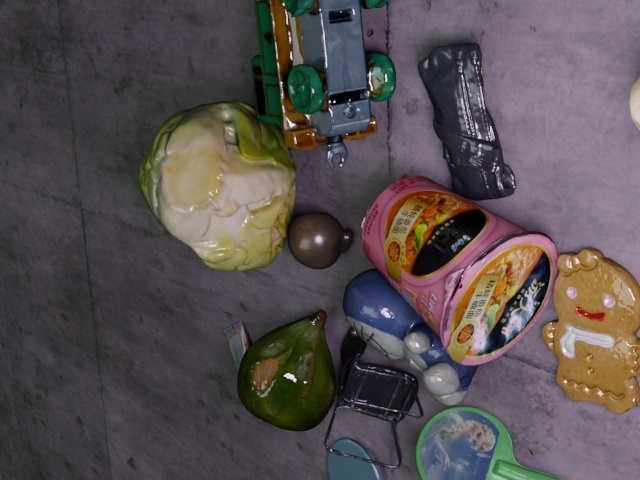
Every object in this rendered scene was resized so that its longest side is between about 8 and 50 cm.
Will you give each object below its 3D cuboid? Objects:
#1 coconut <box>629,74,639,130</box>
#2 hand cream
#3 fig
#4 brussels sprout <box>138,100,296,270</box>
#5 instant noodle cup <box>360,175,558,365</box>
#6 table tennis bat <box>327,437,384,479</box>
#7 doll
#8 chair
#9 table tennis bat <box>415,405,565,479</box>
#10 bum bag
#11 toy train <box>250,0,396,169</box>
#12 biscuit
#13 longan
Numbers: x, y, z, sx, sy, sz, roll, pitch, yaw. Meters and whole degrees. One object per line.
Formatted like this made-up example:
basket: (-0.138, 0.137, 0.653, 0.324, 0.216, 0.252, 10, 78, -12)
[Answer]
coconut: (0.472, -0.185, 1.318, 0.152, 0.147, 0.147, -44, 72, 44)
hand cream: (-0.149, 0.275, 2.248, 0.067, 0.043, 0.210, -29, 77, 46)
fig: (-0.048, 0.241, 2.045, 0.195, 0.195, 0.245, 30, 90, 36)
brussels sprout: (-0.169, -0.104, 1.915, 0.268, 0.344, 0.344, -45, 66, 9)
instant noodle cup: (0.196, 0.028, 1.655, 0.255, 0.243, 0.244, 40, 131, 41)
table tennis bat: (0.092, 0.488, 2.073, 0.237, 0.038, 0.149, 53, 135, 25)
doll: (0.145, 0.149, 1.768, 0.258, 0.228, 0.154, 29, 86, 21)
chair: (0.098, 0.270, 1.934, 0.145, 0.221, 0.140, 15, 125, -5)
table tennis bat: (0.277, 0.368, 1.771, 0.257, 0.039, 0.160, 18, 74, 24)
bum bag: (0.225, -0.179, 1.650, 0.123, 0.060, 0.248, 2, 108, 50)
toy train: (-0.015, -0.333, 1.774, 0.249, 0.178, 0.429, 15, 115, 57)
biscuit: (0.408, 0.133, 1.591, 0.184, 0.035, 0.249, 16, 115, 43)
longan: (0.000, 0.000, 1.942, 0.119, 0.106, 0.106, 1, 111, 3)
